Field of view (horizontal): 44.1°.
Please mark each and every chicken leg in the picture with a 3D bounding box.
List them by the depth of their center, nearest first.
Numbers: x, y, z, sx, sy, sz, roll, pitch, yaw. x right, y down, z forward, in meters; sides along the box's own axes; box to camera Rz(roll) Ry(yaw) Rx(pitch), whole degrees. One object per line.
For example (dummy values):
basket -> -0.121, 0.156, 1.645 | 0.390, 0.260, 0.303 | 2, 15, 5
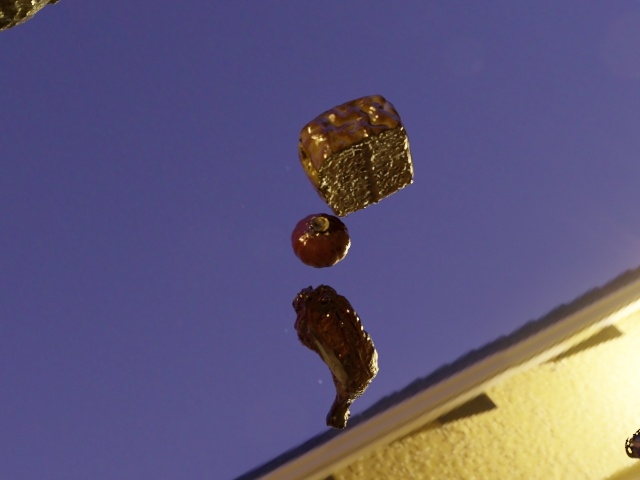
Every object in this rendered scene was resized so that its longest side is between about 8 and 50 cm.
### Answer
chicken leg -> 0.037, 0.256, 1.617 | 0.096, 0.158, 0.407 | -60, -33, -45

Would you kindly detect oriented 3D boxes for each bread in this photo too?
bread -> 0.062, -0.138, 1.328 | 0.181, 0.096, 0.222 | -27, -27, 0

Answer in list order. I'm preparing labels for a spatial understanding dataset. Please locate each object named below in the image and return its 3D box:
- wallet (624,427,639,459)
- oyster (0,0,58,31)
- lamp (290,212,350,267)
wallet -> 0.491, 0.199, 0.809 | 0.169, 0.317, 0.044 | -23, -86, -30
oyster -> -0.228, -0.245, 0.596 | 0.125, 0.177, 0.064 | -7, 3, 9
lamp -> 0.000, 0.000, 1.328 | 0.101, 0.101, 0.090 | -23, -37, -17
